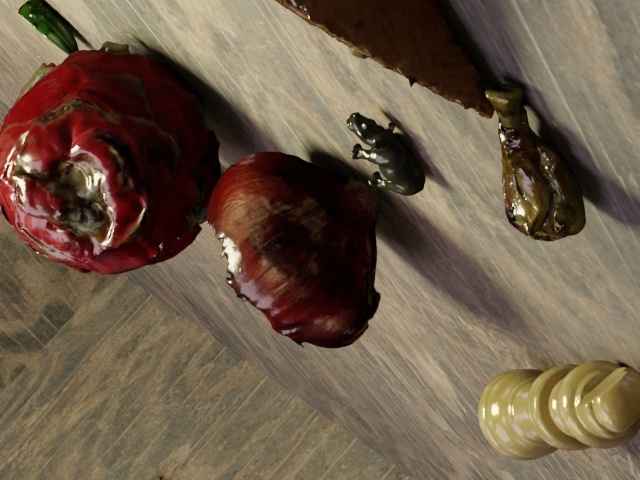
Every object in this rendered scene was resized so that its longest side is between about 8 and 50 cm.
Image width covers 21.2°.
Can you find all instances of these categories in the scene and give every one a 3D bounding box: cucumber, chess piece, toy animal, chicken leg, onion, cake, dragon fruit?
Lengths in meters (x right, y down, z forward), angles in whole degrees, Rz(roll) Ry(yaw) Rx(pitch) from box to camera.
[{"bbox_3d":[-0.394,-0.316,2.532,0.107,0.035,0.067,41,-173,-3],"label":"cucumber"},{"bbox_3d":[0.292,0.197,1.986,0.117,0.117,0.397,42,167,-3],"label":"chess piece"},{"bbox_3d":[0.067,-0.094,1.803,0.065,0.047,0.135,25,159,41],"label":"toy animal"},{"bbox_3d":[0.185,-0.064,1.488,0.093,0.070,0.178,-112,-2,-54],"label":"chicken leg"},{"bbox_3d":[0.000,0.000,2.072,0.272,0.195,0.272,45,-151,-34],"label":"onion"},{"bbox_3d":[0.050,-0.196,1.431,0.295,0.112,0.116,36,-179,-43],"label":"cake"},{"bbox_3d":[-0.286,-0.102,2.295,0.329,0.329,0.329,40,169,10],"label":"dragon fruit"}]

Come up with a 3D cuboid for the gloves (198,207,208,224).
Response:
[{"bbox_3d":[-0.220,-0.078,2.650,0.142,0.119,0.285,30,-178,0],"label":"gloves"}]
